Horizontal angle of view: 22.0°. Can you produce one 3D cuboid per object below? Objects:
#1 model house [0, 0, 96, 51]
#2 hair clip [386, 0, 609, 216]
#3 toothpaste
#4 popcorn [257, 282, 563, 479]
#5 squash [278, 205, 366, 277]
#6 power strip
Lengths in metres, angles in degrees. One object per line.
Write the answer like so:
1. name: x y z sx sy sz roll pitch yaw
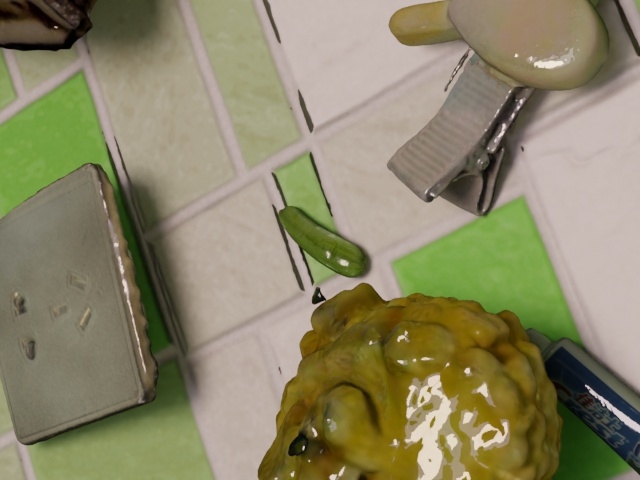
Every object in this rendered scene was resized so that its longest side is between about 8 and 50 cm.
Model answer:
1. model house: -0.274 -0.340 1.322 0.317 0.297 0.282 6 47 39
2. hair clip: 0.120 -0.130 1.151 0.159 0.071 0.218 39 104 32
3. toothpaste: 0.205 0.122 1.096 0.197 0.035 0.057 42 126 27
4. popcorn: 0.058 0.131 1.099 0.218 0.169 0.189 -5 58 54
5. squash: -0.001 0.001 1.246 0.089 0.027 0.027 33 106 32
6. power strip: -0.196 0.052 1.351 0.213 0.064 0.198 -23 77 45
